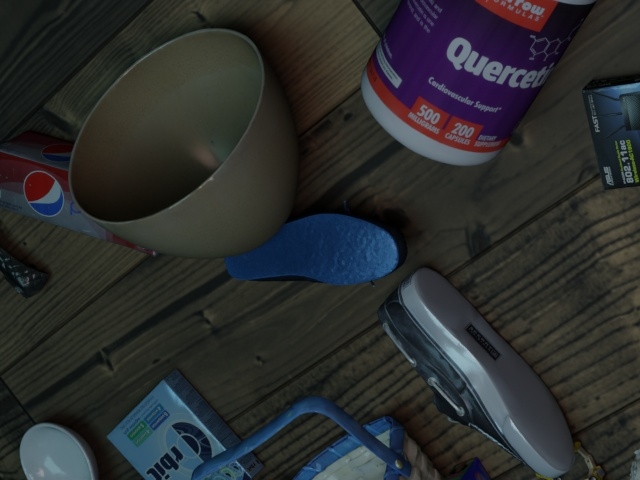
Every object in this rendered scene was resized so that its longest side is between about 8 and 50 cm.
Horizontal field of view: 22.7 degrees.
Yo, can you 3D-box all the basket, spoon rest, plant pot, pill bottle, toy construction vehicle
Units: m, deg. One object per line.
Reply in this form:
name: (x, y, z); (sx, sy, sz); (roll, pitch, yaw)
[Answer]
basket: (0.010, 0.328, 2.028); (0.289, 0.201, 0.255); (36, 130, -27)
spoon rest: (-0.342, 0.384, 2.340); (0.276, 0.084, 0.137); (50, 125, 0)
plant pot: (-0.134, -0.087, 1.932); (0.284, 0.284, 0.191); (-12, 140, 33)
pill bottle: (0.184, -0.248, 1.707); (0.181, 0.181, 0.323); (37, 124, 11)
toy construction vehicle: (0.314, 0.301, 1.972); (0.086, 0.035, 0.098); (-34, 90, 46)

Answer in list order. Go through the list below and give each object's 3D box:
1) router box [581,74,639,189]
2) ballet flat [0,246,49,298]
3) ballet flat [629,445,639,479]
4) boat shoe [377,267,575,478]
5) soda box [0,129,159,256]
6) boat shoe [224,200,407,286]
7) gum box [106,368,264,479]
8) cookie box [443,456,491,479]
router box: (0.347, -0.121, 1.759); (0.092, 0.038, 0.122); (-6, 108, 32)
ballet flat: (-0.456, 0.010, 2.270); (0.049, 0.057, 0.173); (-43, 87, -5)
ballet flat: (0.519, 0.369, 1.812); (0.409, 0.147, 0.147); (42, 125, 12)
boat shoe: (0.183, 0.176, 1.942); (0.301, 0.108, 0.102); (49, 125, 5)
soda box: (-0.307, -0.067, 2.121); (0.263, 0.083, 0.092); (16, 119, 22)
boat shoe: (0.000, 0.000, 1.982); (0.258, 0.089, 0.109); (5, 100, 33)
gum box: (-0.191, 0.295, 2.242); (0.184, 0.041, 0.157); (47, 125, 4)
cookie box: (0.188, 0.338, 2.006); (0.040, 0.107, 0.092); (-30, 94, 30)
